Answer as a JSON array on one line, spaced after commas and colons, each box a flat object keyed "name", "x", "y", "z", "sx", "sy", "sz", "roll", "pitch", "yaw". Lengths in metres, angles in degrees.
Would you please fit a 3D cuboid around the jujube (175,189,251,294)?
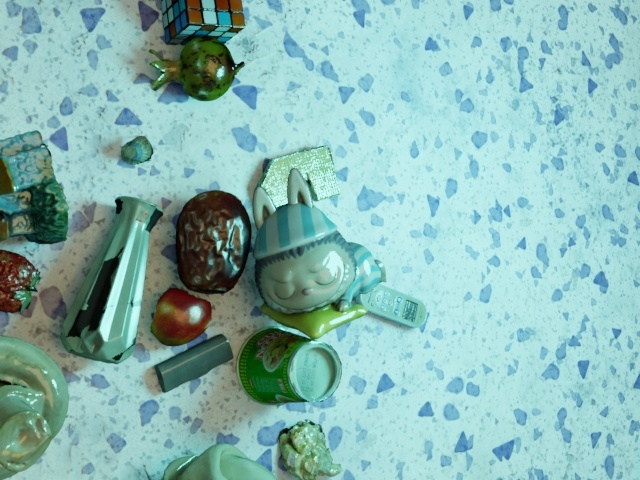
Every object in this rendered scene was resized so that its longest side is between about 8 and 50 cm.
[{"name": "jujube", "x": -0.255, "y": 0.002, "z": 1.744, "sx": 0.183, "sy": 0.183, "sz": 0.243, "roll": 13, "pitch": 72, "yaw": -30}]

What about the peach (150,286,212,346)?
[{"name": "peach", "x": -0.327, "y": 0.188, "z": 1.725, "sx": 0.118, "sy": 0.151, "sz": 0.151, "roll": 21, "pitch": 67, "yaw": 19}]

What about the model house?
[{"name": "model house", "x": -0.659, "y": -0.078, "z": 1.452, "sx": 0.241, "sy": 0.261, "sz": 0.226, "roll": -16, "pitch": 93, "yaw": -33}]

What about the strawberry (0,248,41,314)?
[{"name": "strawberry", "x": -0.662, "y": 0.081, "z": 1.515, "sx": 0.148, "sy": 0.131, "sz": 0.131, "roll": 21, "pitch": 74, "yaw": -30}]

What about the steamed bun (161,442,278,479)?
[{"name": "steamed bun", "x": -0.254, "y": 0.615, "z": 1.636, "sx": 0.368, "sy": 0.255, "sz": 0.342, "roll": -35, "pitch": 124, "yaw": -1}]

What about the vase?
[{"name": "vase", "x": -0.454, "y": 0.086, "z": 1.633, "sx": 0.165, "sy": 0.165, "sz": 0.360, "roll": 22, "pitch": 70, "yaw": -28}]

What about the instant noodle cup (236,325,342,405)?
[{"name": "instant noodle cup", "x": -0.065, "y": 0.315, "z": 1.794, "sx": 0.207, "sy": 0.233, "sz": 0.207, "roll": 4, "pitch": 83, "yaw": -32}]

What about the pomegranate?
[{"name": "pomegranate", "x": -0.306, "y": -0.418, "z": 1.776, "sx": 0.220, "sy": 0.156, "sz": 0.156, "roll": -2, "pitch": 86, "yaw": -31}]

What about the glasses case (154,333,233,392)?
[{"name": "glasses case", "x": -0.303, "y": 0.295, "z": 1.765, "sx": 0.191, "sy": 0.042, "sz": 0.072, "roll": -24, "pitch": 105, "yaw": -31}]

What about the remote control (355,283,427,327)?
[{"name": "remote control", "x": 0.201, "y": 0.184, "z": 2.083, "sx": 0.244, "sy": 0.047, "sz": 0.087, "roll": 23, "pitch": 70, "yaw": -27}]

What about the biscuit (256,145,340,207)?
[{"name": "biscuit", "x": -0.064, "y": -0.159, "z": 1.956, "sx": 0.250, "sy": 0.046, "sz": 0.147, "roll": -20, "pitch": 97, "yaw": -33}]

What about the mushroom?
[{"name": "mushroom", "x": -0.624, "y": 0.329, "z": 1.414, "sx": 0.292, "sy": 0.290, "sz": 0.292, "roll": 1, "pitch": 88, "yaw": -35}]

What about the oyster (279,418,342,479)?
[{"name": "oyster", "x": -0.016, "y": 0.553, "z": 1.892, "sx": 0.191, "sy": 0.081, "sz": 0.163, "roll": 25, "pitch": 68, "yaw": -31}]

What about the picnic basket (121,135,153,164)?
[{"name": "picnic basket", "x": -0.430, "y": -0.211, "z": 1.732, "sx": 0.065, "sy": 0.083, "sz": 0.083, "roll": 62, "pitch": 16, "yaw": -10}]

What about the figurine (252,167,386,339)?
[{"name": "figurine", "x": 0.000, "y": 0.000, "z": 1.803, "sx": 0.361, "sy": 0.266, "sz": 0.377, "roll": -31, "pitch": 123, "yaw": -48}]

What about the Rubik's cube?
[{"name": "Rubik's cube", "x": -0.293, "y": -0.571, "z": 1.796, "sx": 0.155, "sy": 0.154, "sz": 0.151, "roll": -8, "pitch": 88, "yaw": -33}]
